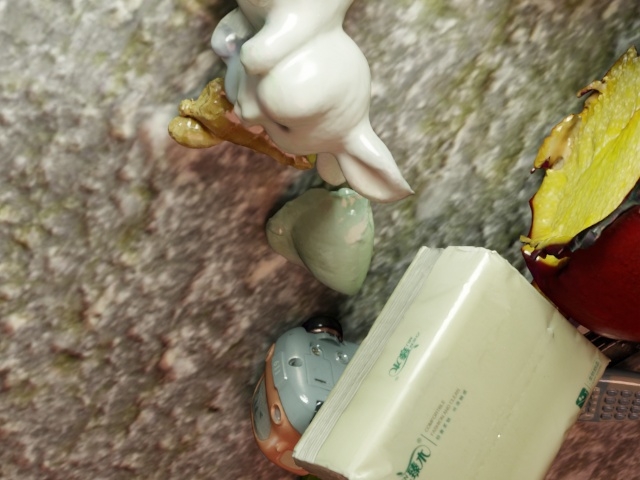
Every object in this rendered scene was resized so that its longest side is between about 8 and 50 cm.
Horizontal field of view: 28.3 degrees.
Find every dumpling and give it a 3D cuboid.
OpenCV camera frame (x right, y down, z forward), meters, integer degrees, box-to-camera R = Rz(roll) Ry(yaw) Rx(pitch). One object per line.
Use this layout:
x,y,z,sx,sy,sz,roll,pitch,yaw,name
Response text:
0.011,-0.005,1.823,0.105,0.149,0.217,-44,148,-30,dumpling

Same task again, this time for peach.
0.451,-0.065,1.722,0.353,0.339,0.417,1,144,12,peach

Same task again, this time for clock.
0.466,0.157,2.065,0.198,0.064,0.172,-32,141,8,clock

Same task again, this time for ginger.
-0.093,-0.162,1.675,0.205,0.081,0.115,9,107,-14,ginger

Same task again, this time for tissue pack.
0.188,0.235,1.791,0.297,0.207,0.380,38,75,-26,tissue pack

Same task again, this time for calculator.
0.431,0.254,2.102,0.302,0.042,0.188,5,153,9,calculator

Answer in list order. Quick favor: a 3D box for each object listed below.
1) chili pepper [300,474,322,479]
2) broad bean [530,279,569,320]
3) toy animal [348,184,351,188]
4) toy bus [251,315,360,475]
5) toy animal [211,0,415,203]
-0.035,0.483,2.190,0.084,0.076,0.359,23,115,-7,chili pepper
0.356,0.108,2.003,0.114,0.084,0.165,-3,134,-33,broad bean
0.026,-0.157,1.721,0.086,0.069,0.220,-30,138,-22,toy animal
0.016,0.270,1.981,0.287,0.194,0.232,21,131,-29,toy bus
0.002,-0.221,1.546,0.241,0.196,0.368,-18,112,-18,toy animal
